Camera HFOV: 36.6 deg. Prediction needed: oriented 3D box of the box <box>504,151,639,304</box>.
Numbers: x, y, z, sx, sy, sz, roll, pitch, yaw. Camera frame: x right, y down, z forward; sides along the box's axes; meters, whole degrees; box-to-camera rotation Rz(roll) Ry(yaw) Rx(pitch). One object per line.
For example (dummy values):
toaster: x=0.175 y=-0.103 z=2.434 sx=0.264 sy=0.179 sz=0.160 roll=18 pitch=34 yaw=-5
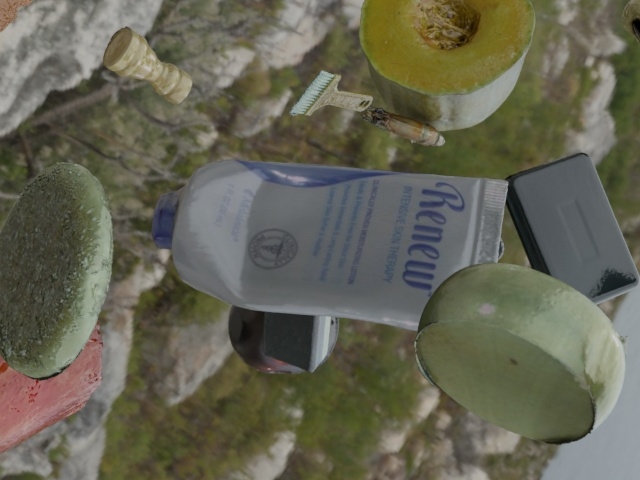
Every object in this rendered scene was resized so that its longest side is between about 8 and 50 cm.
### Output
box: x=0.381 y=-0.010 z=1.481 sx=0.160 sy=0.230 sz=0.050 roll=-19 pitch=174 yaw=-19

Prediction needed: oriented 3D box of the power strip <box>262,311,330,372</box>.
power strip: x=-0.037 y=0.102 z=1.600 sx=0.070 sy=0.105 sz=0.257 roll=-45 pitch=148 yaw=-50

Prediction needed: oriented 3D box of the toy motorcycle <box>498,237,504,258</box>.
toy motorcycle: x=0.267 y=0.060 z=1.738 sx=0.074 sy=0.106 sz=0.190 roll=-15 pitch=128 yaw=-44

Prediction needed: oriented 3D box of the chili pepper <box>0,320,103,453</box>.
chili pepper: x=-0.524 y=0.251 z=1.728 sx=0.305 sy=0.229 sz=0.251 roll=-18 pitch=123 yaw=-31

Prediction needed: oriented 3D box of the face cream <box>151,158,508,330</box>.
face cream: x=0.000 y=0.000 z=1.155 sx=0.137 sy=0.420 sz=0.235 roll=81 pitch=20 yaw=-51

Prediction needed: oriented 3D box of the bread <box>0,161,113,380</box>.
bread: x=-0.333 y=0.034 z=1.161 sx=0.040 sy=0.267 sz=0.267 roll=15 pitch=103 yaw=-43

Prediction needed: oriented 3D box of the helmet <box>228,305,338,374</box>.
helmet: x=-0.072 y=0.159 z=1.844 sx=0.193 sy=0.216 sz=0.189 roll=34 pitch=47 yaw=-72

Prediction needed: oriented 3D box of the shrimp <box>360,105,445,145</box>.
shrimp: x=0.152 y=-0.213 z=1.809 sx=0.180 sy=0.099 sz=0.041 roll=17 pitch=92 yaw=-27

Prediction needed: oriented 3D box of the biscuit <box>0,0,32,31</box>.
biscuit: x=-0.541 y=-0.391 z=1.594 sx=0.130 sy=0.019 sz=0.102 roll=-38 pitch=143 yaw=4

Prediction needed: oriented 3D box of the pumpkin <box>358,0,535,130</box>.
pumpkin: x=0.235 y=-0.360 z=1.866 sx=0.332 sy=0.332 sz=0.199 roll=-48 pitch=159 yaw=-22

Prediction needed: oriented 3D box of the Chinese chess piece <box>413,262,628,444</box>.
Chinese chess piece: x=0.180 y=0.102 z=0.876 sx=0.083 sy=0.188 sz=0.188 roll=-55 pitch=152 yaw=-29

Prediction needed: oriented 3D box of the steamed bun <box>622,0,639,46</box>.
steamed bun: x=0.574 y=-0.355 z=1.580 sx=0.172 sy=0.155 sz=0.141 roll=-40 pitch=144 yaw=4

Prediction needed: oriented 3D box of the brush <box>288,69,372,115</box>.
brush: x=0.028 y=-0.217 z=1.471 sx=0.082 sy=0.010 sz=0.218 roll=-48 pitch=162 yaw=23

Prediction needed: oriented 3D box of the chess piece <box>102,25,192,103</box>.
chess piece: x=-0.240 y=-0.244 z=1.367 sx=0.122 sy=0.066 sz=0.066 roll=29 pitch=90 yaw=-40
